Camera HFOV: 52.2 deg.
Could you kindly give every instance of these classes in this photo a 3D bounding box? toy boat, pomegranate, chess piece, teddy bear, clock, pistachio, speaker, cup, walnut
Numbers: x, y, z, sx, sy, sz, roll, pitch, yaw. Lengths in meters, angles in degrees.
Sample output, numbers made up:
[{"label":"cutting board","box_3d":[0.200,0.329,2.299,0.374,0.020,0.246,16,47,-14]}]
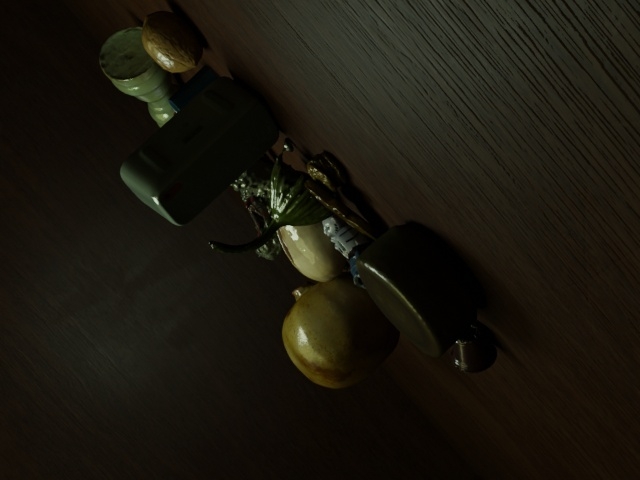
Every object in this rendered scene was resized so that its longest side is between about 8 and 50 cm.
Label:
[{"label":"toy boat","box_3d":[0.153,0.089,1.673,0.142,0.129,0.309,65,-166,17]},{"label":"pomegranate","box_3d":[0.062,0.283,2.179,0.416,0.417,0.416,47,171,10]},{"label":"chess piece","box_3d":[-0.606,-0.558,2.417,0.234,0.234,0.442,44,173,25]},{"label":"teddy bear","box_3d":[-0.201,-0.148,2.224,0.357,0.224,0.367,67,168,-19]},{"label":"clock","box_3d":[0.066,-0.021,1.861,0.176,0.080,0.117,40,167,53]},{"label":"pistachio","box_3d":[-0.028,-0.005,2.032,0.299,0.187,0.187,55,170,-12]},{"label":"speaker","box_3d":[-0.310,-0.235,1.731,0.184,0.406,0.183,36,165,38]},{"label":"cup","box_3d":[-0.357,-0.415,1.975,0.131,0.155,0.176,43,168,34]},{"label":"walnut","box_3d":[-0.402,-0.534,1.759,0.180,0.144,0.144,42,173,-16]}]

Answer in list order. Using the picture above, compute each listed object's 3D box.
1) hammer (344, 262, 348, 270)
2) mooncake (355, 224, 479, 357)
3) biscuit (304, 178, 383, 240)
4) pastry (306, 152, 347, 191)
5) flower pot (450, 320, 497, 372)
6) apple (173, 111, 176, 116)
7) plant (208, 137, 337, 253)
[{"label":"hammer","box_3d":[-0.001,0.001,2.450,0.297,0.027,0.125,46,171,18]},{"label":"mooncake","box_3d":[0.215,0.104,1.431,0.284,0.155,0.284,49,171,10]},{"label":"biscuit","box_3d":[0.057,-0.073,1.641,0.236,0.039,0.180,35,-176,-8]},{"label":"pastry","box_3d":[0.015,-0.163,1.573,0.097,0.057,0.109,50,173,-18]},{"label":"flower pot","box_3d":[0.356,0.243,1.545,0.111,0.111,0.089,38,154,50]},{"label":"apple","box_3d":[-0.416,-0.411,2.295,0.201,0.162,0.201,43,-179,-1]},{"label":"plant","box_3d":[-0.121,-0.076,1.802,0.251,0.333,0.180,40,-168,-31]}]
